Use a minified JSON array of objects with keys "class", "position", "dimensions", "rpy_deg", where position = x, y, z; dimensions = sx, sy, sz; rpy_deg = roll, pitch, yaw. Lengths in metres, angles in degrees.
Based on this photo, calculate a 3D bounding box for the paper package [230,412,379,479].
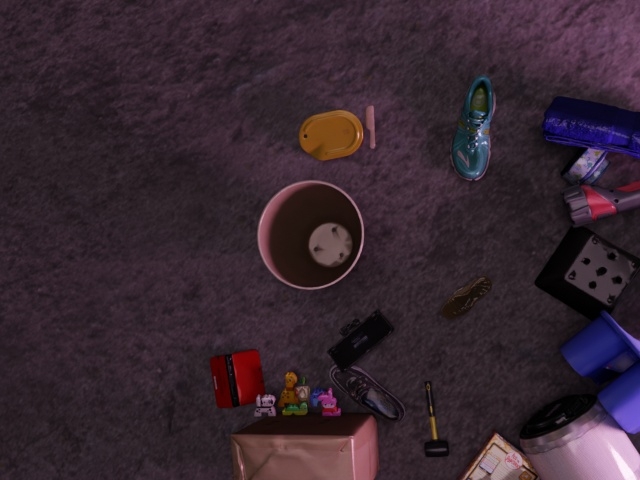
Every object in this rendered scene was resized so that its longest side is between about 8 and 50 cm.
[{"class":"paper package","position":[-0.030,0.526,1.446],"dimensions":[0.309,0.325,0.168],"rpy_deg":[-3,83,12]}]

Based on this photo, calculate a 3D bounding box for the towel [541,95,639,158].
[{"class":"towel","position":[0.697,-0.264,1.426],"dimensions":[0.308,0.227,0.076],"rpy_deg":[19,121,21]}]

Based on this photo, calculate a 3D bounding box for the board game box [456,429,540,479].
[{"class":"board game box","position":[0.440,0.598,1.482],"dimensions":[0.146,0.045,0.194],"rpy_deg":[37,93,13]}]

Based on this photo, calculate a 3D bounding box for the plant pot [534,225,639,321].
[{"class":"plant pot","position":[0.655,0.077,1.428],"dimensions":[0.187,0.167,0.188],"rpy_deg":[34,93,13]}]

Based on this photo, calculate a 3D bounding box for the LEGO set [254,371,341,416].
[{"class":"LEGO set","position":[-0.059,0.402,1.568],"dimensions":[0.227,0.087,0.093],"rpy_deg":[-3,99,8]}]

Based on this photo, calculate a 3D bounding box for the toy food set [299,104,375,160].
[{"class":"toy food set","position":[0.052,-0.299,1.647],"dimensions":[0.217,0.071,0.128],"rpy_deg":[-8,107,13]}]

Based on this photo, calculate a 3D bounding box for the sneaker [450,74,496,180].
[{"class":"sneaker","position":[0.397,-0.295,1.547],"dimensions":[0.106,0.110,0.276],"rpy_deg":[6,86,12]}]

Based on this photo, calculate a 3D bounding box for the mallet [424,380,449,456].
[{"class":"mallet","position":[0.281,0.464,1.538],"dimensions":[0.062,0.039,0.190],"rpy_deg":[-16,77,12]}]

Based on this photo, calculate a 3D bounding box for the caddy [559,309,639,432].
[{"class":"caddy","position":[0.687,0.285,1.321],"dimensions":[0.179,0.341,0.241],"rpy_deg":[-42,56,14]}]

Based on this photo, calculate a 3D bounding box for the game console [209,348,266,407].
[{"class":"game console","position":[-0.233,0.386,1.659],"dimensions":[0.124,0.085,0.144],"rpy_deg":[-18,79,41]}]

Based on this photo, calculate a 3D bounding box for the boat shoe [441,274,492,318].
[{"class":"boat shoe","position":[0.378,0.146,1.546],"dimensions":[0.056,0.048,0.153],"rpy_deg":[45,101,0]}]

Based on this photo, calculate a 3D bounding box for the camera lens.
[{"class":"camera lens","position":[0.612,0.511,1.366],"dimensions":[0.219,0.219,0.274],"rpy_deg":[-32,79,7]}]

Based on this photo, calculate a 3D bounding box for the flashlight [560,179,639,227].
[{"class":"flashlight","position":[0.735,-0.122,1.405],"dimensions":[0.303,0.103,0.103],"rpy_deg":[-20,107,17]}]

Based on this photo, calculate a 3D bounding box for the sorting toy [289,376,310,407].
[{"class":"sorting toy","position":[-0.058,0.414,1.620],"dimensions":[0.061,0.012,0.083],"rpy_deg":[-5,84,11]}]

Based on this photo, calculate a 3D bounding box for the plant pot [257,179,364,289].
[{"class":"plant pot","position":[0.000,0.000,1.516],"dimensions":[0.256,0.274,0.257],"rpy_deg":[-1,84,11]}]

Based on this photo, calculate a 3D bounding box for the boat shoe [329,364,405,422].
[{"class":"boat shoe","position":[0.118,0.401,1.552],"dimensions":[0.228,0.076,0.080],"rpy_deg":[36,92,13]}]

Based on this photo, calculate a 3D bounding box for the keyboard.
[{"class":"keyboard","position":[0.101,0.260,1.587],"dimensions":[0.180,0.023,0.108],"rpy_deg":[-40,55,0]}]

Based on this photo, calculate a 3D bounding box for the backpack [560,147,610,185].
[{"class":"backpack","position":[0.665,-0.187,1.478],"dimensions":[0.084,0.114,0.105],"rpy_deg":[38,92,13]}]
